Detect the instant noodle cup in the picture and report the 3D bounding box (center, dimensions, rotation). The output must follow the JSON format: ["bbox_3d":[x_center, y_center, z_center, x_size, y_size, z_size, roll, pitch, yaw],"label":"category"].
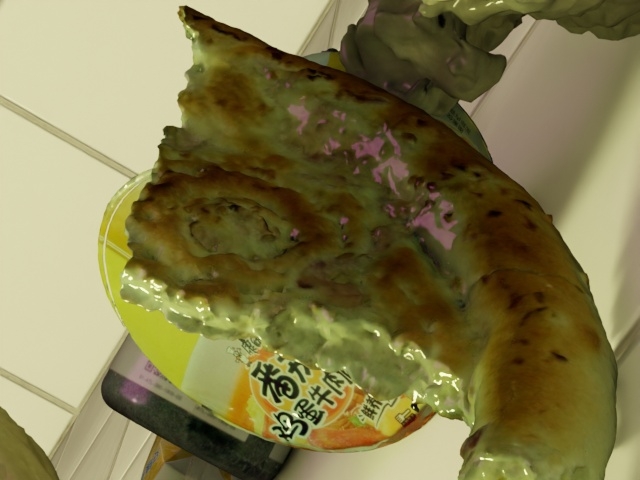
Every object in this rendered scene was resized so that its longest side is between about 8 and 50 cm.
[{"bbox_3d":[0.000,0.000,0.842,0.205,0.205,0.153,-51,3,44],"label":"instant noodle cup"}]

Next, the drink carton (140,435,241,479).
[{"bbox_3d":[-0.097,0.176,1.159,0.084,0.074,0.200,-55,9,31],"label":"drink carton"}]

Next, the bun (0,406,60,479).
[{"bbox_3d":[-0.266,0.271,0.953,0.364,0.202,0.364,-157,90,-78],"label":"bun"}]

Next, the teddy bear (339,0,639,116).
[{"bbox_3d":[0.070,-0.233,0.804,0.367,0.224,0.357,2,69,50],"label":"teddy bear"}]

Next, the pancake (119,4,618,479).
[{"bbox_3d":[0.008,-0.007,0.643,0.376,0.197,0.054,45,140,45],"label":"pancake"}]

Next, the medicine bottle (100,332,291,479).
[{"bbox_3d":[-0.029,0.016,1.070,0.293,0.141,0.141,-62,9,-7],"label":"medicine bottle"}]
